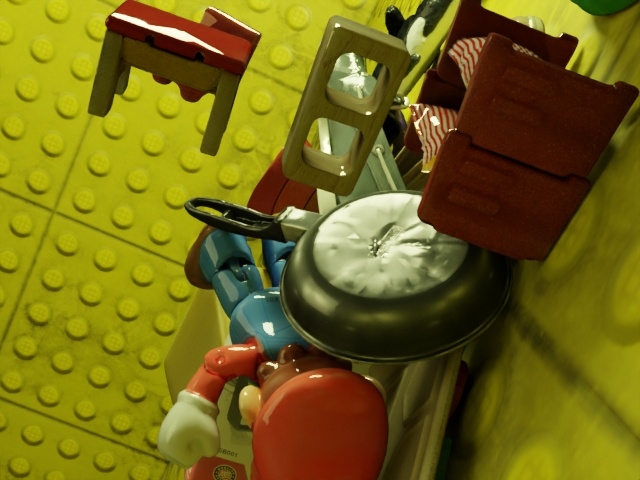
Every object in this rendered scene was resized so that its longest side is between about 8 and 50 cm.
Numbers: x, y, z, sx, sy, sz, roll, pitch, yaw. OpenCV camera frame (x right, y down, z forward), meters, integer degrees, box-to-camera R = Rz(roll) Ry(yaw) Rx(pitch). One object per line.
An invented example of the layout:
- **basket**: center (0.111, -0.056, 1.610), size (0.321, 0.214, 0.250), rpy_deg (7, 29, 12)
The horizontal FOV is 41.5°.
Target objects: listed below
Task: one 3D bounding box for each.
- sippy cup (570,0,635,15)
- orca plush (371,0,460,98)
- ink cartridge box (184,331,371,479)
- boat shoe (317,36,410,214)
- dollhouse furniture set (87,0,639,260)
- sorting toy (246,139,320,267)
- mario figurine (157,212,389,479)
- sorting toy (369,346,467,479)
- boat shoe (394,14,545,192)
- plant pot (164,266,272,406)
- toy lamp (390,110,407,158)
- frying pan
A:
- **sippy cup**: center (0.195, -0.338, 0.692), size (0.305, 0.224, 0.240), rpy_deg (-144, 77, -81)
- **orca plush**: center (0.138, -0.327, 1.286), size (0.151, 0.102, 0.287), rpy_deg (-47, -8, -42)
- **ink cartridge box**: center (-0.042, 0.182, 0.930), size (0.092, 0.158, 0.218), rpy_deg (-168, 96, -80)
- **boat shoe**: center (0.053, -0.113, 0.912), size (0.116, 0.099, 0.320), rpy_deg (65, -161, -49)
- **dollhouse furniture set**: center (0.032, -0.138, 0.682), size (0.201, 0.374, 0.152), rpy_deg (-89, 19, -65)
- **sorting toy**: center (0.006, 0.004, 1.086), size (0.127, 0.126, 0.365), rpy_deg (-54, -15, -15)
- **mario figurine**: center (-0.041, 0.124, 0.776), size (0.198, 0.170, 0.321), rpy_deg (-30, 43, 8)
- **sorting toy**: center (0.057, 0.201, 0.763), size (0.307, 0.041, 0.229), rpy_deg (121, 168, -54)
- **boat shoe**: center (0.138, -0.115, 0.897), size (0.105, 0.089, 0.285), rpy_deg (-82, 17, -60)
- **plant pot**: center (-0.073, 0.182, 1.097), size (0.187, 0.212, 0.212), rpy_deg (-102, 34, -51)
- **toy lamp**: center (0.087, -0.102, 1.233), size (0.275, 0.080, 0.080), rpy_deg (-79, 15, -45)
- **frying pan**: center (0.026, -0.012, 0.752), size (0.326, 0.197, 0.053), rpy_deg (44, 154, 43)
